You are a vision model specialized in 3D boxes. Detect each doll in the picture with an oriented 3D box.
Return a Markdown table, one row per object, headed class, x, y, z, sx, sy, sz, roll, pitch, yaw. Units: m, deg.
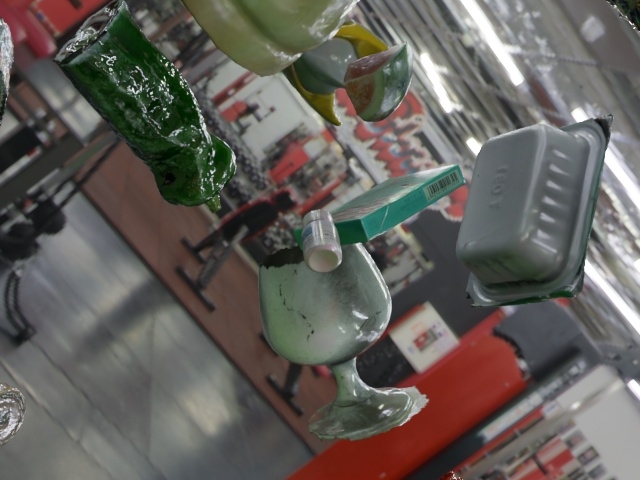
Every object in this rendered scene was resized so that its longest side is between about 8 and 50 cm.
| class | x | y | z | sx | sy | sz | roll | pitch | yaw |
| --- | --- | --- | --- | --- | --- | --- | --- | --- | --- |
| doll | -0.032 | -0.324 | 1.404 | 0.316 | 0.145 | 0.103 | 43 | 3 | 4 |

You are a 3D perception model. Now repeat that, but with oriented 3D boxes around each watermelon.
| class | x | y | z | sx | sy | sz | roll | pitch | yaw |
| --- | --- | --- | --- | --- | --- | --- | --- | --- | --- |
| watermelon | 0.064 | -0.180 | 0.993 | 0.072 | 0.092 | 0.084 | 25 | 21 | -3 |

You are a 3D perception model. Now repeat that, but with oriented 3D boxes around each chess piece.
| class | x | y | z | sx | sy | sz | roll | pitch | yaw |
| --- | --- | --- | --- | --- | --- | --- | --- | --- | --- |
| chess piece | 0.062 | -0.376 | 0.982 | 0.234 | 0.442 | 0.234 | 43 | 33 | -37 |

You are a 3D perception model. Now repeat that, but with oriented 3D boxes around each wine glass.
| class | x | y | z | sx | sy | sz | roll | pitch | yaw |
| --- | --- | --- | --- | --- | --- | --- | --- | --- | --- |
| wine glass | 0.027 | 0.156 | 1.548 | 0.238 | 0.238 | 0.322 | -115 | -174 | -77 |

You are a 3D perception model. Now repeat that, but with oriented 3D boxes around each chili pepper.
| class | x | y | z | sx | sy | sz | roll | pitch | yaw |
| --- | --- | --- | --- | --- | --- | --- | --- | --- | --- |
| chili pepper | -0.188 | -0.138 | 1.060 | 0.270 | 0.099 | 0.136 | 54 | 14 | -30 |

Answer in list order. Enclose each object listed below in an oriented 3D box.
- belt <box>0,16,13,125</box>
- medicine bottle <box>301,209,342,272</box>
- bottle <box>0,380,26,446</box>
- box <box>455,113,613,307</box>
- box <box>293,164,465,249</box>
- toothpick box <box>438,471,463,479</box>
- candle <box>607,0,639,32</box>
| class | x | y | z | sx | sy | sz | roll | pitch | yaw |
| --- | --- | --- | --- | --- | --- | --- | --- | --- | --- |
| belt | -0.614 | -0.241 | 1.461 | 0.207 | 0.295 | 0.160 | 19 | 39 | -27 |
| medicine bottle | 0.000 | 0.000 | 1.255 | 0.052 | 0.052 | 0.089 | 51 | 18 | -34 |
| bottle | -0.490 | 0.219 | 1.247 | 0.152 | 0.098 | 0.099 | 20 | -14 | 27 |
| box | 0.332 | -0.061 | 1.524 | 0.106 | 0.336 | 0.264 | 26 | -22 | -30 |
| box | 0.091 | -0.051 | 1.384 | 0.161 | 0.226 | 0.042 | -10 | -74 | 52 |
| toothpick box | 0.159 | 0.290 | 0.983 | 0.083 | 0.047 | 0.047 | 37 | 3 | 0 |
| candle | 0.394 | -0.368 | 1.096 | 0.330 | 0.187 | 0.187 | 45 | 1 | 9 |
